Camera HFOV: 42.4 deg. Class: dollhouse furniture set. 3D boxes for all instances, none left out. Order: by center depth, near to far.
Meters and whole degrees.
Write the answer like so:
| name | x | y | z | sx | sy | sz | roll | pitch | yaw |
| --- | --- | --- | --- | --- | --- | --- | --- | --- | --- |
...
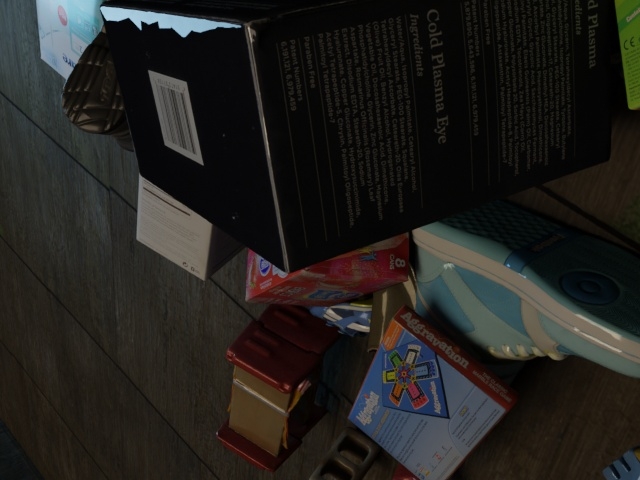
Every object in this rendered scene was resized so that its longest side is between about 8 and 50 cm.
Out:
| name | x | y | z | sx | sy | sz | roll | pitch | yaw |
| --- | --- | --- | --- | --- | --- | --- | --- | --- | --- |
| dollhouse furniture set | 0.044 | 0.265 | 1.157 | 0.374 | 0.152 | 0.201 | 28 | 132 | 17 |

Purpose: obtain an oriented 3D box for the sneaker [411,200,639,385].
| name | x | y | z | sx | sy | sz | roll | pitch | yaw |
| --- | --- | --- | --- | --- | --- | --- | --- | --- | --- |
| sneaker | 0.213 | 0.094 | 0.832 | 0.319 | 0.127 | 0.208 | 36 | 134 | 48 |

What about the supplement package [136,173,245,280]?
| name | x | y | z | sx | sy | sz | roll | pitch | yaw |
| --- | --- | --- | --- | --- | --- | --- | --- | --- | --- |
| supplement package | -0.162 | -0.093 | 1.164 | 0.133 | 0.139 | 0.244 | 29 | 132 | 18 |

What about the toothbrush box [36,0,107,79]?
| name | x | y | z | sx | sy | sz | roll | pitch | yaw |
| --- | --- | --- | --- | --- | --- | --- | --- | --- | --- |
| toothbrush box | -0.330 | -0.377 | 1.248 | 0.216 | 0.126 | 0.296 | 39 | 138 | 32 |

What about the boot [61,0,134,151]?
| name | x | y | z | sx | sy | sz | roll | pitch | yaw |
| --- | --- | --- | --- | --- | --- | --- | --- | --- | --- |
| boot | -0.221 | -0.285 | 1.140 | 0.118 | 0.338 | 0.223 | 38 | -175 | 2 |

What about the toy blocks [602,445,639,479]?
| name | x | y | z | sx | sy | sz | roll | pitch | yaw |
| --- | --- | --- | --- | --- | --- | --- | --- | --- | --- |
| toy blocks | 0.368 | 0.262 | 0.713 | 0.261 | 0.190 | 0.381 | 60 | 145 | 28 |

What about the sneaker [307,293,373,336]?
| name | x | y | z | sx | sy | sz | roll | pitch | yaw |
| --- | --- | --- | --- | --- | --- | --- | --- | --- | --- |
| sneaker | 0.036 | 0.102 | 1.119 | 0.144 | 0.053 | 0.059 | 2 | 113 | 52 |

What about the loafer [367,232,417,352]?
| name | x | y | z | sx | sy | sz | roll | pitch | yaw |
| --- | --- | --- | --- | --- | --- | --- | --- | --- | --- |
| loafer | 0.104 | 0.107 | 1.003 | 0.094 | 0.087 | 0.251 | -4 | 107 | 52 |

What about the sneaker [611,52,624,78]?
| name | x | y | z | sx | sy | sz | roll | pitch | yaw |
| --- | --- | --- | --- | --- | --- | --- | --- | --- | --- |
| sneaker | 0.275 | -0.189 | 0.644 | 0.075 | 0.057 | 0.161 | 36 | 138 | 26 |

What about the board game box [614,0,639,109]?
| name | x | y | z | sx | sy | sz | roll | pitch | yaw |
| --- | --- | --- | --- | --- | --- | --- | --- | --- | --- |
| board game box | 0.259 | -0.235 | 0.588 | 0.124 | 0.039 | 0.260 | -18 | 78 | 63 |

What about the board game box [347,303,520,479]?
| name | x | y | z | sx | sy | sz | roll | pitch | yaw |
| --- | --- | --- | --- | --- | --- | --- | --- | --- | --- |
| board game box | 0.114 | 0.188 | 0.926 | 0.145 | 0.027 | 0.281 | 37 | 150 | 14 |

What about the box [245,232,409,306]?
| name | x | y | z | sx | sy | sz | roll | pitch | yaw |
| --- | --- | --- | --- | --- | --- | --- | --- | --- | --- |
| box | 0.000 | 0.000 | 0.965 | 0.257 | 0.122 | 0.128 | 149 | 125 | -68 |

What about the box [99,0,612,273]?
| name | x | y | z | sx | sy | sz | roll | pitch | yaw |
| --- | --- | --- | --- | --- | --- | --- | --- | --- | --- |
| box | 0.018 | -0.143 | 0.728 | 0.343 | 0.312 | 0.179 | 30 | 134 | 57 |
